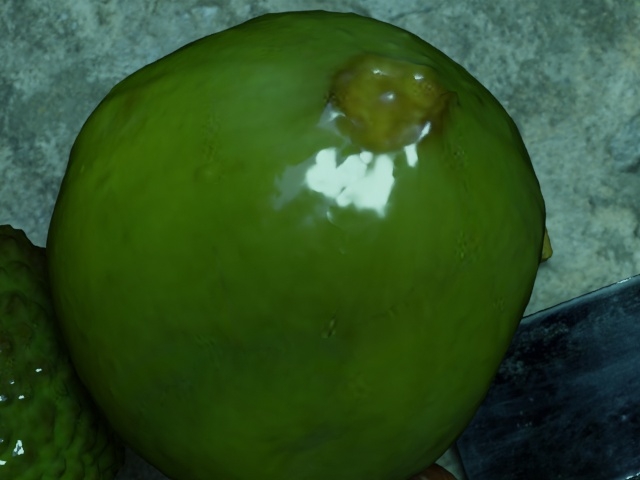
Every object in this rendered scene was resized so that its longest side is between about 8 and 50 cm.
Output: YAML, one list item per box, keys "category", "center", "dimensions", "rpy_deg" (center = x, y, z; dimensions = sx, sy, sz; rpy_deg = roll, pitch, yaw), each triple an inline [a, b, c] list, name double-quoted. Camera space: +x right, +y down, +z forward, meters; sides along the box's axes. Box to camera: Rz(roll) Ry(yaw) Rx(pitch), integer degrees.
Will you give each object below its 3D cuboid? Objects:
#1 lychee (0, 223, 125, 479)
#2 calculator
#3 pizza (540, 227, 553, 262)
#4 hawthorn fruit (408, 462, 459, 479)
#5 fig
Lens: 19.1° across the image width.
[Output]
- category: "lychee"
  center: [-0.259, 0.111, 1.358]
  dimensions: [0.270, 0.320, 0.270]
  rpy_deg: [7, 112, 18]
- category: "calculator"
  center: [0.214, 0.103, 1.372]
  dimensions: [0.262, 0.021, 0.161]
  rpy_deg: [-20, 55, 6]
- category: "pizza"
  center: [0.010, -0.034, 1.447]
  dimensions: [0.335, 0.086, 0.226]
  rpy_deg: [30, 79, 18]
- category: "hawthorn fruit"
  center: [0.063, 0.212, 1.328]
  dimensions: [0.149, 0.149, 0.189]
  rpy_deg: [11, 57, 15]
- category: "fig"
  center: [-0.012, 0.001, 1.223]
  dimensions: [0.343, 0.343, 0.343]
  rpy_deg: [-4, 71, 11]
